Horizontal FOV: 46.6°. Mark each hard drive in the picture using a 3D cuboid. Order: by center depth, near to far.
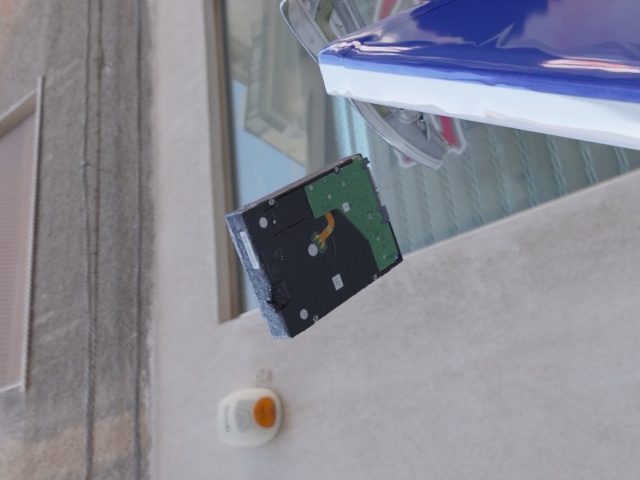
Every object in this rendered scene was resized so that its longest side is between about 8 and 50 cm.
[{"bbox_3d":[0.173,-0.120,0.428,0.210,0.319,0.040,-30,-60,-25],"label":"hard drive"},{"bbox_3d":[0.000,0.000,1.355,0.339,0.064,0.236,-31,-74,-41],"label":"hard drive"}]

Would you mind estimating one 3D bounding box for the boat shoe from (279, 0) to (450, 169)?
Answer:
[{"bbox_3d":[0.081,-0.233,1.033,0.320,0.103,0.118,48,-162,-12],"label":"boat shoe"}]
